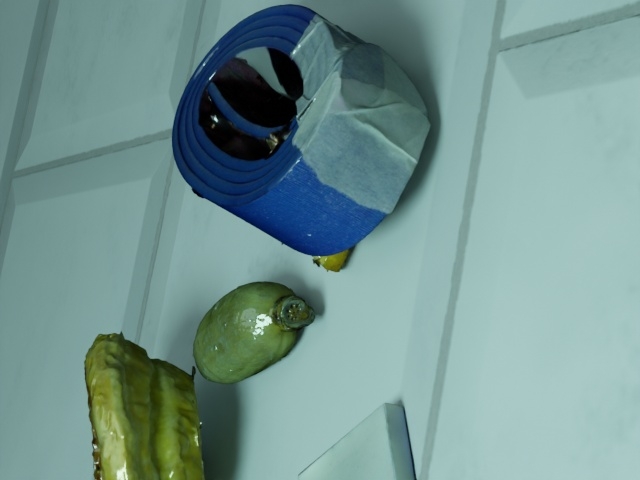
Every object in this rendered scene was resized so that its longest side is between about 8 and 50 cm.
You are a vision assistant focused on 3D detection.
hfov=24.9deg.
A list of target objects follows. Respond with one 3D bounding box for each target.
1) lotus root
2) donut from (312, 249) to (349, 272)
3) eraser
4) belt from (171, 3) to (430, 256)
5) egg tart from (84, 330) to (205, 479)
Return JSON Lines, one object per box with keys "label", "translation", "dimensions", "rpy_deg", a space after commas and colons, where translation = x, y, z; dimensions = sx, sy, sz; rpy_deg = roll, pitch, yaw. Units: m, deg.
{"label": "lotus root", "translation": [-0.072, 0.089, 1.472], "dimensions": [0.183, 0.077, 0.090], "rpy_deg": [-32, 51, 53]}
{"label": "donut", "translation": [0.000, 0.000, 1.407], "dimensions": [0.038, 0.067, 0.083], "rpy_deg": [-52, -7, 6]}
{"label": "eraser", "translation": [0.030, 0.222, 1.286], "dimensions": [0.150, 0.023, 0.104], "rpy_deg": [-45, 40, 41]}
{"label": "belt", "translation": [-0.028, -0.112, 1.419], "dimensions": [0.212, 0.117, 0.347], "rpy_deg": [-57, 27, 2]}
{"label": "egg tart", "translation": [-0.176, 0.231, 1.500], "dimensions": [0.290, 0.115, 0.290], "rpy_deg": [173, 90, -84]}
